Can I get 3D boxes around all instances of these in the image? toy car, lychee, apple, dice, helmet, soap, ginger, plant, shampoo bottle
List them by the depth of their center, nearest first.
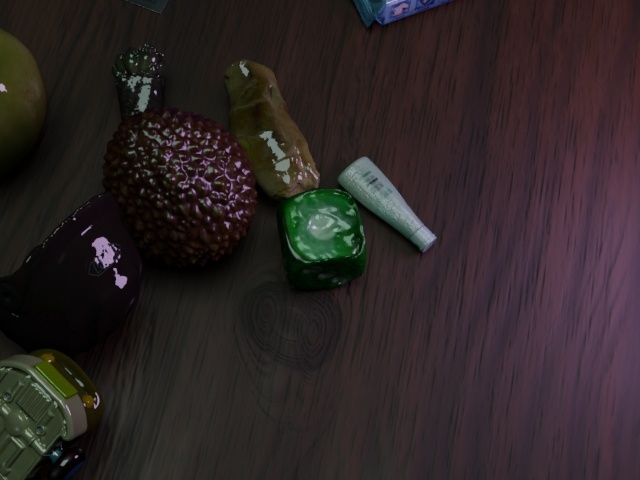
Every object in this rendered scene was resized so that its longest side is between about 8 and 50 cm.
[{"bbox_3d":[-0.406,0.266,1.496,0.204,0.198,0.248,43,107,9],"label":"toy car"},{"bbox_3d":[-0.359,0.069,1.536,0.177,0.305,0.225,52,52,-9],"label":"helmet"},{"bbox_3d":[-0.227,-0.094,1.628,0.271,0.271,0.271,2,65,-4],"label":"lychee"},{"bbox_3d":[-0.571,-0.219,1.669,0.279,0.279,0.279,2,65,-4],"label":"apple"},{"bbox_3d":[0.000,0.000,1.679,0.128,0.120,0.131,-10,65,-7],"label":"dice"},{"bbox_3d":[0.115,-0.056,1.757,0.069,0.041,0.190,-37,74,-24],"label":"shampoo bottle"},{"bbox_3d":[-0.091,-0.176,1.759,0.116,0.109,0.263,-26,67,13],"label":"ginger"},{"bbox_3d":[-0.305,-0.261,1.794,0.092,0.094,0.143,-7,77,8],"label":"plant"},{"bbox_3d":[0.187,-0.506,1.947,0.293,0.077,0.156,-23,70,-15],"label":"soap"}]

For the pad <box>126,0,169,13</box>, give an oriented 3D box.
[{"bbox_3d":[-0.372,-0.521,1.949,0.246,0.006,0.170,22,66,5],"label":"pad"}]
